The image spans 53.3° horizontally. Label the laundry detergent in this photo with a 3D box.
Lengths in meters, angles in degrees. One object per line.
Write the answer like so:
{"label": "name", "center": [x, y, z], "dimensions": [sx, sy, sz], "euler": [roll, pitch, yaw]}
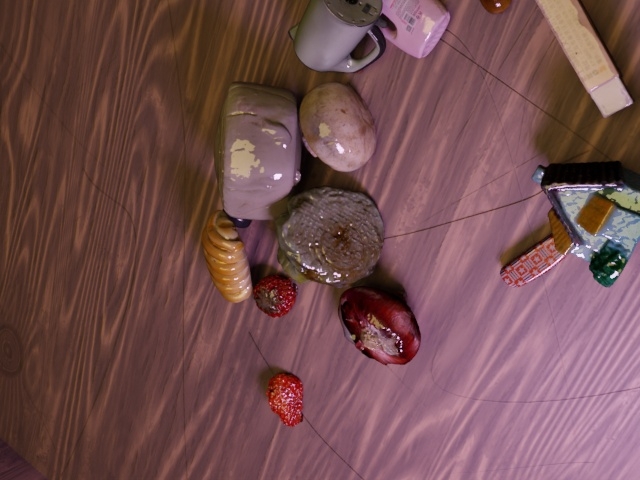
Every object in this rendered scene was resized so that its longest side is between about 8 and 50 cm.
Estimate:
{"label": "laundry detergent", "center": [0.169, -0.617, 1.633], "dimensions": [0.335, 0.088, 0.159], "euler": [43, 128, 15]}

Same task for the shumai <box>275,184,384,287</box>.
{"label": "shumai", "center": [0.000, 0.000, 1.849], "dimensions": [0.309, 0.304, 0.263], "euler": [51, 155, -8]}

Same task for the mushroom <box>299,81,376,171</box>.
{"label": "mushroom", "center": [0.023, -0.302, 1.737], "dimensions": [0.195, 0.189, 0.254], "euler": [-24, 87, 29]}

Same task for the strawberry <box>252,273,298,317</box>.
{"label": "strawberry", "center": [-0.147, 0.177, 2.016], "dimensions": [0.145, 0.086, 0.145], "euler": [8, 106, 30]}

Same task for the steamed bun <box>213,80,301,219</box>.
{"label": "steamed bun", "center": [-0.173, -0.250, 1.768], "dimensions": [0.247, 0.236, 0.384], "euler": [4, 90, -6]}

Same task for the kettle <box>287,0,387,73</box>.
{"label": "kettle", "center": [0.055, -0.538, 1.641], "dimensions": [0.240, 0.165, 0.255], "euler": [30, 154, -10]}

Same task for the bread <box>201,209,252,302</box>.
{"label": "bread", "center": [-0.290, 0.068, 1.972], "dimensions": [0.311, 0.121, 0.173], "euler": [85, 158, -46]}

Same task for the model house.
{"label": "model house", "center": [0.579, -0.071, 1.426], "dimensions": [0.248, 0.280, 0.230], "euler": [26, 113, 15]}

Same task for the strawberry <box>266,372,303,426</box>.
{"label": "strawberry", "center": [-0.113, 0.528, 2.089], "dimensions": [0.121, 0.082, 0.188], "euler": [-11, 94, 28]}

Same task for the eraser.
{"label": "eraser", "center": [0.582, -0.437, 1.413], "dimensions": [0.078, 0.144, 0.343], "euler": [-30, 88, 30]}

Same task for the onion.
{"label": "onion", "center": [0.180, 0.224, 1.807], "dimensions": [0.272, 0.195, 0.272], "euler": [39, 153, 24]}

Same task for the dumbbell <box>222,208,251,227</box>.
{"label": "dumbbell", "center": [-0.227, -0.139, 1.971], "dimensions": [0.100, 0.100, 0.191], "euler": [39, 117, 16]}

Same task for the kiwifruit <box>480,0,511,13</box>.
{"label": "kiwifruit", "center": [0.409, -0.599, 1.511], "dimensions": [0.075, 0.075, 0.125], "euler": [-16, 98, 31]}

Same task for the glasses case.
{"label": "glasses case", "center": [0.547, 0.050, 1.611], "dimensions": [0.194, 0.049, 0.073], "euler": [-41, 83, 31]}
